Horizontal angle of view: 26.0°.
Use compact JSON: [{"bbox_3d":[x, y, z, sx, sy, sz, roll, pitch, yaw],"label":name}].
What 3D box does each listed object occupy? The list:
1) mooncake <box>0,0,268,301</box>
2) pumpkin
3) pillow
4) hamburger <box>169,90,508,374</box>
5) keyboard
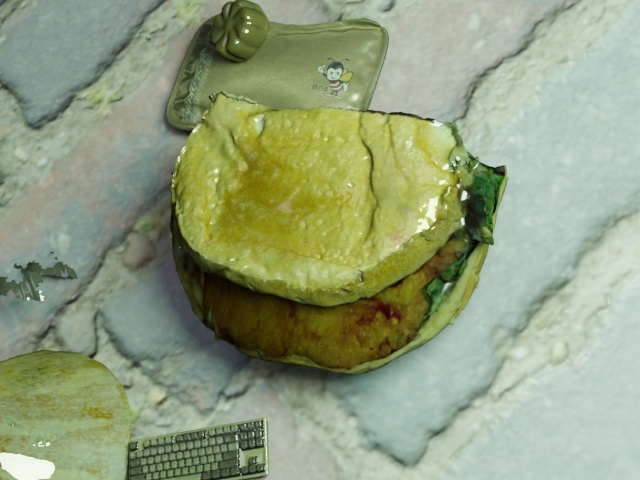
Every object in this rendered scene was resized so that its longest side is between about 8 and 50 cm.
[{"bbox_3d":[-0.171,-0.076,1.276,0.150,0.057,0.347,16,72,51],"label":"mooncake"},{"bbox_3d":[-0.280,0.181,1.181,0.217,0.110,0.217,-12,64,25],"label":"pumpkin"},{"bbox_3d":[-0.043,-0.150,1.275,0.217,0.033,0.130,10,71,31],"label":"pillow"},{"bbox_3d":[0.000,0.000,1.115,0.308,0.132,0.211,12,71,31],"label":"hamburger"},{"bbox_3d":[-0.102,0.179,1.144,0.129,0.015,0.049,-12,60,20],"label":"keyboard"}]
